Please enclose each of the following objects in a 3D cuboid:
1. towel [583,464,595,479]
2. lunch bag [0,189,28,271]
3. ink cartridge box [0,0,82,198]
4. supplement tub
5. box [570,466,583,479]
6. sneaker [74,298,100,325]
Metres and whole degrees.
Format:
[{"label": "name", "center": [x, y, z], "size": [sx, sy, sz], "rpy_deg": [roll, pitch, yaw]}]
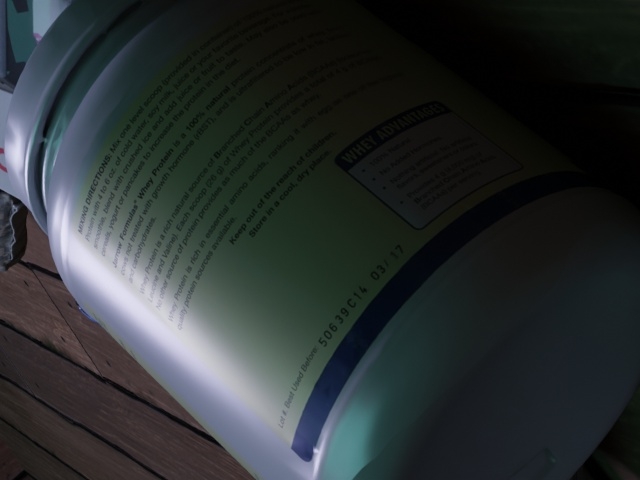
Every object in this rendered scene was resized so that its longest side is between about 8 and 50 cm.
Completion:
[{"label": "towel", "center": [0.088, 0.134, 1.343], "size": [0.324, 0.056, 0.312], "rpy_deg": [47, 164, 7]}, {"label": "lunch bag", "center": [-0.434, -0.093, 1.977], "size": [0.287, 0.169, 0.235], "rpy_deg": [42, 157, 7]}, {"label": "ink cartridge box", "center": [-0.202, -0.200, 1.062], "size": [0.226, 0.131, 0.306], "rpy_deg": [28, 134, 16]}, {"label": "supplement tub", "center": [0.000, 0.000, 0.985], "size": [0.325, 0.235, 0.235], "rpy_deg": [41, 159, 31]}, {"label": "box", "center": [0.091, 0.115, 1.146], "size": [0.137, 0.072, 0.126], "rpy_deg": [16, 126, 34]}, {"label": "sneaker", "center": [-0.171, 0.084, 1.809], "size": [0.221, 0.083, 0.087], "rpy_deg": [38, 165, 46]}]
